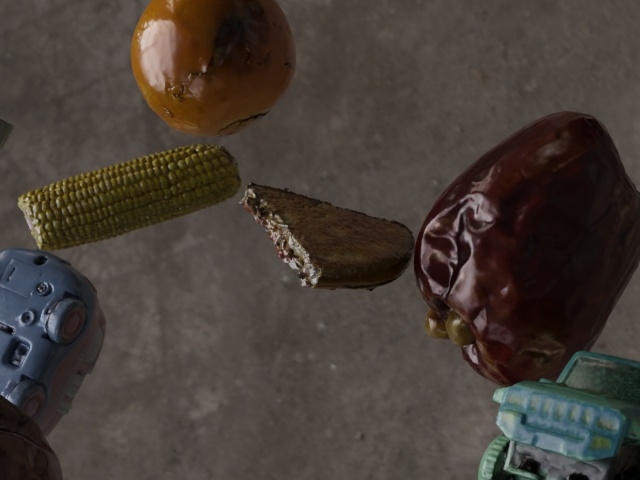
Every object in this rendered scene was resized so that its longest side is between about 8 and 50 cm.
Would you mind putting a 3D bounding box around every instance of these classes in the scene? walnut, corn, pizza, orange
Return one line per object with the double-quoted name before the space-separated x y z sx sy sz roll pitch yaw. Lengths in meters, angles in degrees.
"walnut" 0.222 0.011 1.384 0.222 0.244 0.269 45 85 3
"corn" -0.211 -0.050 1.491 0.248 0.081 0.081 -16 59 -11
"pizza" 0.000 0.000 1.399 0.193 0.201 0.053 34 118 29
"orange" -0.158 -0.273 1.972 0.246 0.246 0.246 -12 67 28

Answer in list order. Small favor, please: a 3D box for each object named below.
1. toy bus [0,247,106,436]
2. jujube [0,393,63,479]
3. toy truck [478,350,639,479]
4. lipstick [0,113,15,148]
"toy bus" -0.444 0.170 2.030 0.197 0.232 0.294 20 79 23
"jujube" -0.324 0.222 1.046 0.232 0.213 0.213 -50 55 5
"toy truck" 0.264 0.186 1.151 0.155 0.279 0.156 10 79 41
"lipstick" -0.488 -0.092 1.809 0.063 0.057 0.186 29 93 -8
